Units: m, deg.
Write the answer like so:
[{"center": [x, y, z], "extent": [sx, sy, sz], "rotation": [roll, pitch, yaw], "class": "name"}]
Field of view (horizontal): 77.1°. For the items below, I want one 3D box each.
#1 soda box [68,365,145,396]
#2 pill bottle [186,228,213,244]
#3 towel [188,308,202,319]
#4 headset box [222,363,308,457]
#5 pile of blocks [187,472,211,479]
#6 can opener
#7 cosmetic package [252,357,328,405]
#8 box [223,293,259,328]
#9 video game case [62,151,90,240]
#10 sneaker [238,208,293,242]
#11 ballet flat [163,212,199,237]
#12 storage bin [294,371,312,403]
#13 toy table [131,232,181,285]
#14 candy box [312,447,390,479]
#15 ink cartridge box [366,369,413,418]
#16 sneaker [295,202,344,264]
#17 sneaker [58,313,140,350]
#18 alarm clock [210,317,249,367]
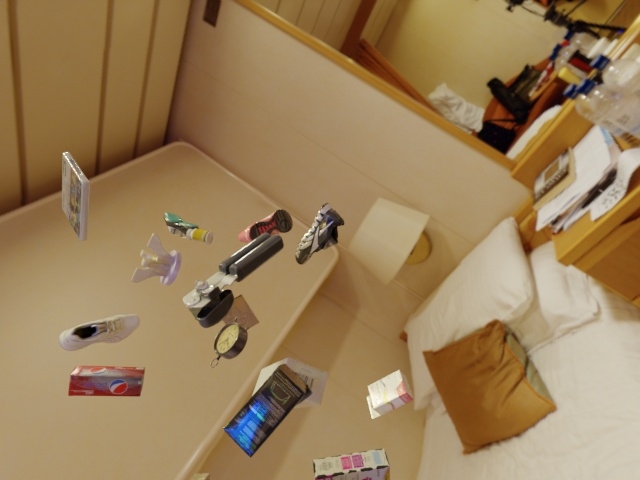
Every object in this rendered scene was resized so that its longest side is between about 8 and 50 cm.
[{"center": [-0.856, 0.567, 1.619], "extent": [0.083, 0.263, 0.092], "rotation": [-139, 59, -69], "class": "soda box"}, {"center": [-0.572, -0.021, 1.903], "extent": [0.065, 0.116, 0.065], "rotation": [11, -90, -77], "class": "pill bottle"}, {"center": [-0.539, 0.294, 1.831], "extent": [0.148, 0.110, 0.027], "rotation": [-25, 10, 17], "class": "towel"}, {"center": [-0.185, 0.590, 1.410], "extent": [0.283, 0.131, 0.246], "rotation": [-48, -11, -9], "class": "headset box"}, {"center": [-0.659, 1.188, 1.797], "extent": [0.362, 0.113, 0.149], "rotation": [-17, 8, -20], "class": "pile of blocks"}, {"center": [-0.190, 0.077, 0.914], "extent": [0.280, 0.074, 0.093], "rotation": [-45, -50, -38], "class": "can opener"}, {"center": [-0.166, 0.744, 2.060], "extent": [0.453, 0.230, 0.162], "rotation": [-43, 25, 55], "class": "cosmetic package"}, {"center": [-0.459, 0.418, 2.229], "extent": [0.164, 0.201, 0.021], "rotation": [-29, 20, -6], "class": "box"}, {"center": [-0.732, -0.131, 1.198], "extent": [0.023, 0.183, 0.201], "rotation": [-11, -46, -45], "class": "video game case"}, {"center": [-0.261, -0.065, 1.888], "extent": [0.136, 0.116, 0.313], "rotation": [-10, 11, 40], "class": "sneaker"}, {"center": [-0.760, -0.069, 2.156], "extent": [0.095, 0.280, 0.096], "rotation": [-3, -70, -51], "class": "ballet flat"}, {"center": [-0.101, 0.609, 1.655], "extent": [0.098, 0.091, 0.135], "rotation": [-33, -30, -14], "class": "storage bin"}, {"center": [-0.800, 0.109, 1.979], "extent": [0.274, 0.160, 0.252], "rotation": [-1, 67, 59], "class": "toy table"}, {"center": [0.099, 0.754, 1.260], "extent": [0.071, 0.233, 0.159], "rotation": [-109, 13, -68], "class": "candy box"}, {"center": [0.271, 0.640, 1.665], "extent": [0.198, 0.067, 0.115], "rotation": [-33, 31, 13], "class": "ink cartridge box"}, {"center": [0.000, 0.000, 1.321], "extent": [0.234, 0.106, 0.078], "rotation": [-59, -16, 20], "class": "sneaker"}, {"center": [-0.863, 0.361, 1.606], "extent": [0.129, 0.111, 0.297], "rotation": [-30, -11, 41], "class": "sneaker"}, {"center": [-0.336, 0.383, 1.465], "extent": [0.192, 0.064, 0.129], "rotation": [-52, 36, -14], "class": "alarm clock"}]
